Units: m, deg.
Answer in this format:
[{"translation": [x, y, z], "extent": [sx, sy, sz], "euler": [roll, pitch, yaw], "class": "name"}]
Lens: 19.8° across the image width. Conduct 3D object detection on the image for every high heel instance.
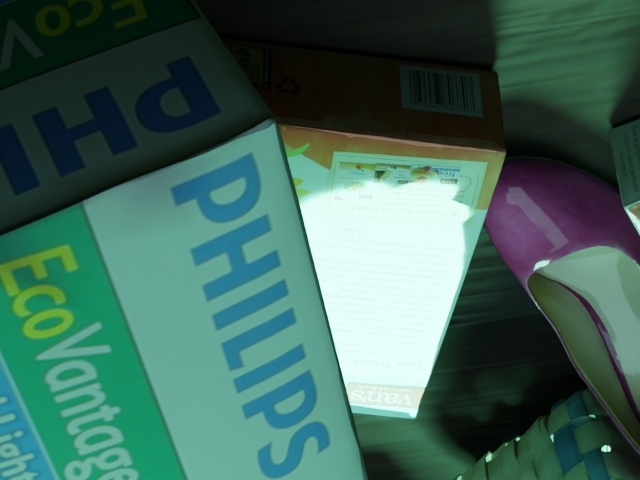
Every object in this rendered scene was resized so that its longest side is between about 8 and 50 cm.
[{"translation": [0.164, 0.055, 1.048], "extent": [0.082, 0.117, 0.244], "euler": [-21, 135, 21], "class": "high heel"}]

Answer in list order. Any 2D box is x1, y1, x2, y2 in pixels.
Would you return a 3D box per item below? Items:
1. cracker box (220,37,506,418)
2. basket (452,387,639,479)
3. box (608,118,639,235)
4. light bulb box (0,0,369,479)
[{"translation": [0.000, 0.000, 1.021], "extent": [0.156, 0.067, 0.232], "euler": [7, 136, -8], "class": "cracker box"}, {"translation": [0.157, 0.256, 1.187], "extent": [0.255, 0.201, 0.289], "euler": [25, 121, -22], "class": "basket"}, {"translation": [0.256, 0.045, 1.080], "extent": [0.063, 0.067, 0.324], "euler": [-20, 134, 19], "class": "box"}, {"translation": [-0.154, 0.006, 0.771], "extent": [0.225, 0.361, 0.358], "euler": [-24, 138, -9], "class": "light bulb box"}]
